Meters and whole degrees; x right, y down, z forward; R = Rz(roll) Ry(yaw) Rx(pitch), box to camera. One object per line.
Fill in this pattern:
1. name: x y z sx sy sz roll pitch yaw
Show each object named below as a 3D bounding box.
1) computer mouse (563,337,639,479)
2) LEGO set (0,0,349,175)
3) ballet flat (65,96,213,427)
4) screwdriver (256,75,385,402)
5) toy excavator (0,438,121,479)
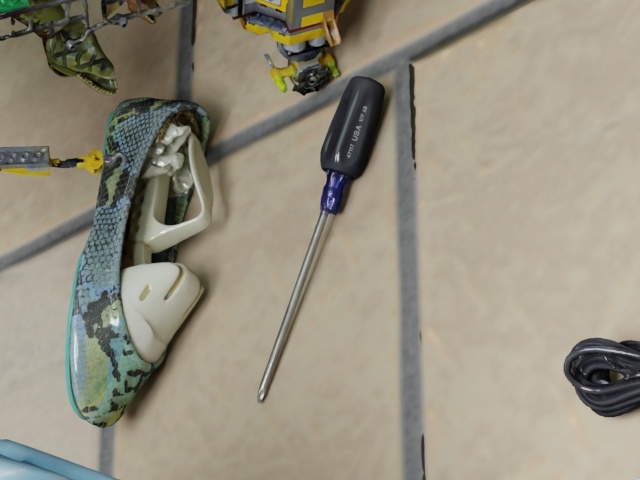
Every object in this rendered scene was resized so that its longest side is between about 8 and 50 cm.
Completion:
1. computer mouse: 0.127 0.120 0.668 0.106 0.042 0.193 -9 54 37
2. LEGO set: -0.144 -0.130 0.965 0.331 0.192 0.255 -25 61 -20
3. ballet flat: -0.089 0.005 0.946 0.070 0.070 0.188 -17 58 39
4. screwdriver: 0.000 0.000 0.895 0.024 0.025 0.170 10 83 48
5. toy excavator: -0.153 0.127 0.633 0.222 0.445 0.433 11 75 48
